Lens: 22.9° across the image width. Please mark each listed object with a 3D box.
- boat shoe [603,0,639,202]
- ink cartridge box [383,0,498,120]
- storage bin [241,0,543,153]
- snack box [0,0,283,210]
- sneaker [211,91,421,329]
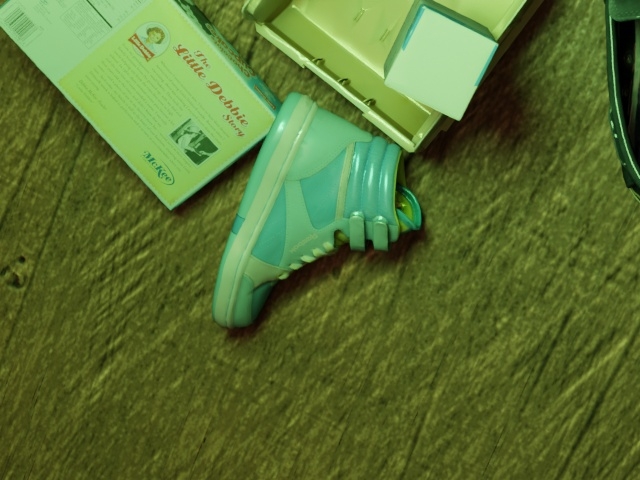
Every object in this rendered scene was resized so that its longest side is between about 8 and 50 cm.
[{"bbox_3d":[0.393,-0.268,1.704,0.186,0.156,0.500,3,97,19],"label":"boat shoe"},{"bbox_3d":[0.125,-0.198,1.684,0.090,0.143,0.092,25,105,-5],"label":"ink cartridge box"},{"bbox_3d":[0.086,-0.275,1.818,0.262,0.123,0.260,39,106,9],"label":"storage bin"},{"bbox_3d":[-0.214,-0.212,1.904,0.187,0.060,0.322,-36,105,19],"label":"snack box"},{"bbox_3d":[0.000,0.000,1.886,0.208,0.127,0.319,21,119,-1],"label":"sneaker"}]
